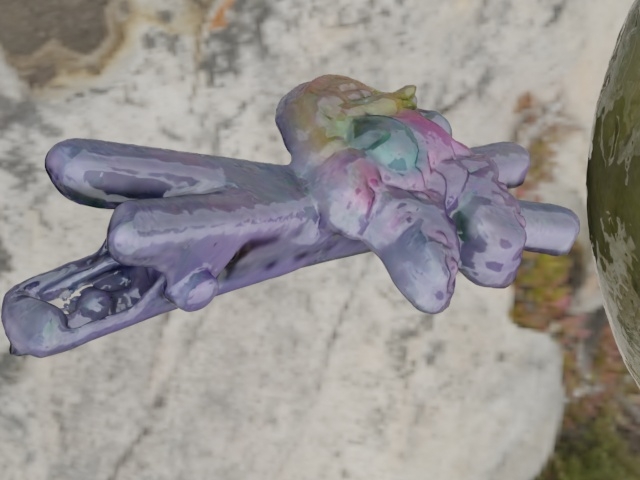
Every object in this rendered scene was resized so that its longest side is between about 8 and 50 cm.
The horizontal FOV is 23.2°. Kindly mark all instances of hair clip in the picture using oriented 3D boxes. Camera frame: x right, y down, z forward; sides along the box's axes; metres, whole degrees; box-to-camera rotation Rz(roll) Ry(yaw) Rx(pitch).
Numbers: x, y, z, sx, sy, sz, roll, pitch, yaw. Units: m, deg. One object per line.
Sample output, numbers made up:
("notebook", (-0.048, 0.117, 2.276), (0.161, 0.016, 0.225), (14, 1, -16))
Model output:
("hair clip", (-0.001, -0.010, 0.687), (0.278, 0.137, 0.090), (-14, 138, -25))

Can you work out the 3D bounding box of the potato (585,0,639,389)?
("potato", (0.175, -0.011, 0.526), (0.160, 0.178, 0.235), (-4, 138, -16))
